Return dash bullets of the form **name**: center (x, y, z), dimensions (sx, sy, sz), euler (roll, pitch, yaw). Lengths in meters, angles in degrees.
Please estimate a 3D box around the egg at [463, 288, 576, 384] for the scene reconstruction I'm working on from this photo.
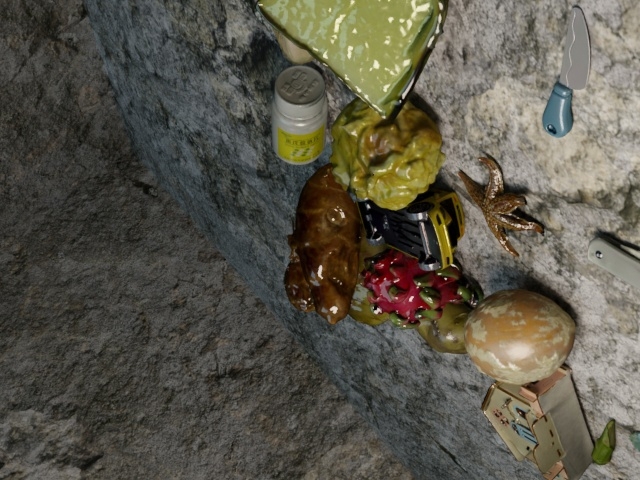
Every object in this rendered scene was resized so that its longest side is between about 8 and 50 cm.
- **egg**: center (0.412, 0.198, 1.762), dimensions (0.245, 0.203, 0.203), euler (-12, 114, 47)

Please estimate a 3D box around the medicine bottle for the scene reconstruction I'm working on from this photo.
- **medicine bottle**: center (-0.052, -0.309, 2.097), dimensions (0.143, 0.143, 0.258), euler (47, 160, 20)

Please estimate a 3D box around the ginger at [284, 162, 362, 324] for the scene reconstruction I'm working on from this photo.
- **ginger**: center (0.000, 0.000, 2.212), dimensions (0.254, 0.176, 0.418), euler (4, 90, 58)

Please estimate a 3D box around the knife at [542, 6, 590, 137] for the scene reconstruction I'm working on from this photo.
- **knife**: center (0.386, -0.250, 1.304), dimensions (0.058, 0.032, 0.244), euler (46, 157, 29)

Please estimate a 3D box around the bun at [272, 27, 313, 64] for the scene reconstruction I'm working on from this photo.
- **bun**: center (-0.054, -0.486, 1.823), dimensions (0.210, 0.116, 0.237), euler (67, -178, -53)

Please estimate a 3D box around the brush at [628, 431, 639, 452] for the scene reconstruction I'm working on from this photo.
- **brush**: center (0.695, 0.409, 1.721), dimensions (0.070, 0.021, 0.196), euler (49, 161, 11)

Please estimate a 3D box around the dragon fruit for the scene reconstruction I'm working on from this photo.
- **dragon fruit**: center (0.234, 0.095, 1.987), dimensions (0.218, 0.273, 0.198), euler (25, 131, 65)

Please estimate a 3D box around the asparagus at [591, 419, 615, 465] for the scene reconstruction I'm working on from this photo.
- **asparagus**: center (0.644, 0.455, 1.902), dimensions (0.178, 0.041, 0.045), euler (82, 178, -54)

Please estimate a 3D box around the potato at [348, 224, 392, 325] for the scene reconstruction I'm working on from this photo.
- **potato**: center (0.138, 0.103, 2.293), dimensions (0.246, 0.196, 0.299), euler (39, 155, 35)

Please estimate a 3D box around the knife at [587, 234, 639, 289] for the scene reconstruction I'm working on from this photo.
- **knife**: center (0.558, 0.059, 1.408), dimensions (0.265, 0.041, 0.073), euler (34, 142, 47)

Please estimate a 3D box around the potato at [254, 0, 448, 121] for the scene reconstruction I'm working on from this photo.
- **potato**: center (0.102, -0.430, 1.462), dimensions (0.330, 0.212, 0.280), euler (36, 139, -13)

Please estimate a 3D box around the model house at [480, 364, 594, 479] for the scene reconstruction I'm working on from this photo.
- **model house**: center (0.492, 0.414, 2.007), dimensions (0.244, 0.169, 0.326), euler (30, 151, 56)

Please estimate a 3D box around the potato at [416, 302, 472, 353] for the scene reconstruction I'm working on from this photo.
- **potato**: center (0.311, 0.201, 2.109), dimensions (0.200, 0.137, 0.154), euler (38, 165, 28)

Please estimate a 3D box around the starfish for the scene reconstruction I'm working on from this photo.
- **starfish**: center (0.346, -0.067, 1.680), dimensions (0.238, 0.057, 0.213), euler (34, 146, 45)

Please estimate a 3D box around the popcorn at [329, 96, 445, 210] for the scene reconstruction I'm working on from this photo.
- **popcorn**: center (0.127, -0.185, 1.747), dimensions (0.249, 0.225, 0.249), euler (50, 159, 27)

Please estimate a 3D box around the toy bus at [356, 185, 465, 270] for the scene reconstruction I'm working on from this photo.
- **toy bus**: center (0.208, -0.053, 1.894), dimensions (0.331, 0.151, 0.145), euler (27, 137, 58)
